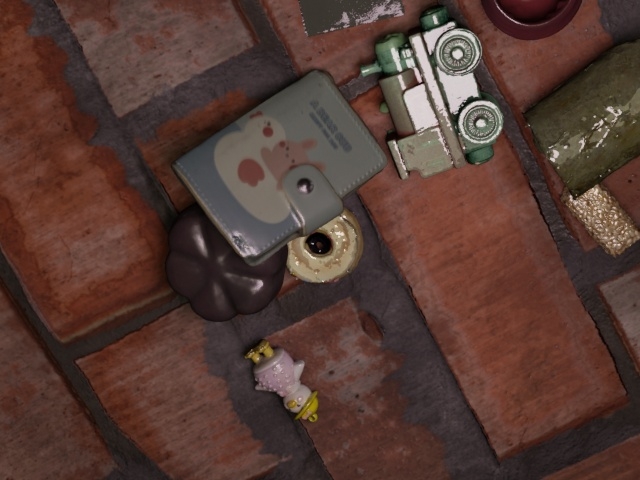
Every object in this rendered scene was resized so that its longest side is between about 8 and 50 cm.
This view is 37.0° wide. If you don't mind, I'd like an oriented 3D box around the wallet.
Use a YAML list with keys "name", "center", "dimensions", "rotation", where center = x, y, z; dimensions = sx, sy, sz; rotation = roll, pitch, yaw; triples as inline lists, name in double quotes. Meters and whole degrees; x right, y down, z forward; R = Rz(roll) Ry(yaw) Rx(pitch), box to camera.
- name: "wallet"
  center: [-0.062, -0.132, 1.744]
  dimensions: [0.360, 0.083, 0.252]
  rotation: [-35, 89, -19]

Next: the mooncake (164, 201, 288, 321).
- name: "mooncake"
  center: [-0.181, 0.032, 1.820]
  dimensions: [0.245, 0.133, 0.245]
  rotation: [5, 107, 16]

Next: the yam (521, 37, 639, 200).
- name: "yam"
  center: [0.529, -0.234, 1.741]
  dimensions: [0.300, 0.195, 0.195]
  rotation: [-35, 100, 9]

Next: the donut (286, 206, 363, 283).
- name: "donut"
  center: [0.000, 0.000, 1.864]
  dimensions: [0.174, 0.068, 0.174]
  rotation: [1, 102, 4]

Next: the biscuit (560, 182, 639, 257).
- name: "biscuit"
  center: [0.540, -0.050, 1.843]
  dimensions: [0.082, 0.070, 0.168]
  rotation: [-42, 97, 6]

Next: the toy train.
- name: "toy train"
  center: [0.207, -0.268, 1.763]
  dimensions: [0.221, 0.150, 0.304]
  rotation: [-18, 104, 11]

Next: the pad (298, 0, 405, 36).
- name: "pad"
  center: [0.054, -0.458, 1.786]
  dimensions: [0.193, 0.004, 0.116]
  rotation: [-13, 103, 4]

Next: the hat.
- name: "hat"
  center: [0.379, -0.466, 1.737]
  dimensions: [0.205, 0.089, 0.205]
  rotation: [0, 98, 0]

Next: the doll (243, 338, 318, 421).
- name: "doll"
  center: [-0.072, 0.286, 1.926]
  dimensions: [0.129, 0.081, 0.207]
  rotation: [-32, 104, 27]
